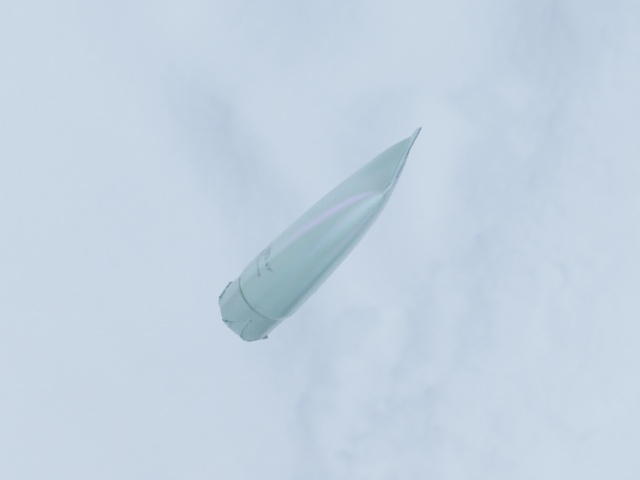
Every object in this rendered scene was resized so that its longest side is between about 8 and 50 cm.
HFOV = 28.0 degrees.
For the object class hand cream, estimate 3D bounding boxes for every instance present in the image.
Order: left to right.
[{"bbox_3d":[0.000,0.000,0.901,0.050,0.078,0.205,40,127,-7],"label":"hand cream"}]
